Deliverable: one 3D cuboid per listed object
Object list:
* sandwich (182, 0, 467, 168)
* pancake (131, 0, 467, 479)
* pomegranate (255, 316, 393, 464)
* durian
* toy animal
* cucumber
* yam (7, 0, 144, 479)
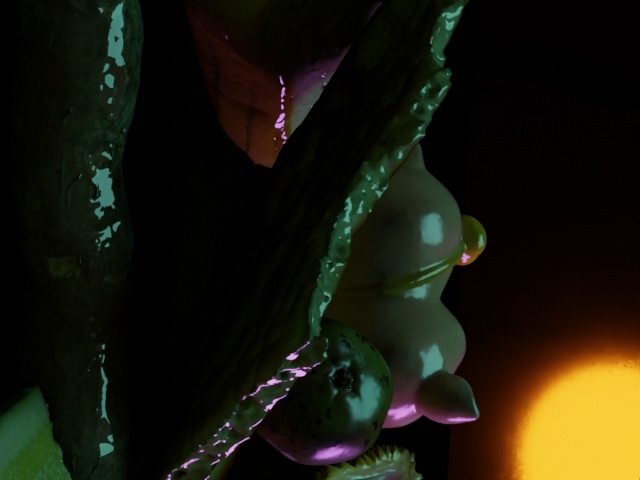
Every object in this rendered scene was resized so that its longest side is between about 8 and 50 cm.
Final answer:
[{"bbox_3d":[0.019,-0.171,1.064,0.226,0.087,0.251,-44,162,-14],"label":"sandwich"},{"bbox_3d":[-0.003,0.003,0.911,0.305,0.067,0.427,-46,-166,53],"label":"pancake"},{"bbox_3d":[-0.009,0.120,1.308,0.142,0.114,0.115,136,-34,-62],"label":"pomegranate"},{"bbox_3d":[0.034,0.275,1.526,0.165,0.132,0.182,106,-21,-82],"label":"durian"},{"bbox_3d":[0.057,0.037,1.476,0.149,0.165,0.248,43,46,-71],"label":"toy animal"},{"bbox_3d":[-0.139,0.109,0.717,0.107,0.035,0.067,-52,128,-70],"label":"cucumber"},{"bbox_3d":[-0.109,0.009,0.771,0.061,0.061,0.253,-56,149,-71],"label":"yam"}]
